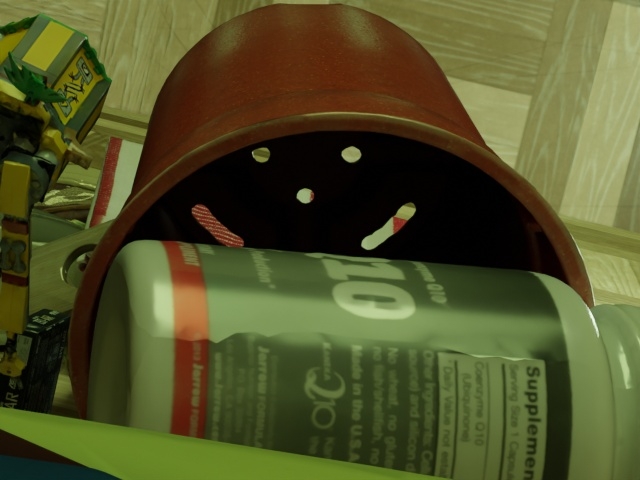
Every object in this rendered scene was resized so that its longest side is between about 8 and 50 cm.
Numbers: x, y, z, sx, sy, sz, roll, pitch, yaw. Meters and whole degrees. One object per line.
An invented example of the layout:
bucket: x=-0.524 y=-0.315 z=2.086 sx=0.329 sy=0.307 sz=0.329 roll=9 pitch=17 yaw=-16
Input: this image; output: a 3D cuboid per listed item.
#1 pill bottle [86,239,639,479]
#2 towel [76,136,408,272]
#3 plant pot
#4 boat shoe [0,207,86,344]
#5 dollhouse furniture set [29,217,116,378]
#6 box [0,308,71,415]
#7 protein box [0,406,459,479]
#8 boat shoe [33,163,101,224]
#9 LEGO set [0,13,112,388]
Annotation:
pill bottle: x=0.039 y=0.089 z=0.918 sx=0.283 sy=0.161 sz=0.161 roll=5 pitch=11 yaw=-14
towel: x=-0.009 y=0.008 z=1.448 sx=0.329 sy=0.037 sz=0.237 roll=16 pitch=22 yaw=-7
plant pot: x=0.000 y=0.000 z=1.115 sx=0.272 sy=0.272 sz=0.265 roll=12 pitch=26 yaw=-9
boat shoe: x=-0.249 y=0.019 z=1.397 sx=0.305 sy=0.109 sz=0.091 roll=14 pitch=6 yaw=-37
dollhouse furniture set: x=-0.115 y=0.105 z=1.259 sx=0.101 sy=0.161 sz=0.182 roll=-20 pitch=-37 yaw=7
box: x=-0.172 y=0.086 z=1.146 sx=0.018 sy=0.083 sz=0.067 roll=14 pitch=9 yaw=7
protein box: x=-0.022 y=0.166 z=0.482 sx=0.200 sy=0.201 sz=0.136 roll=11 pitch=9 yaw=-13
boat shoe: x=-0.108 y=0.023 z=1.579 sx=0.342 sy=0.123 sz=0.123 roll=15 pitch=23 yaw=14
LEGO set: x=-0.254 y=0.020 z=0.895 sx=0.255 sy=0.331 sz=0.192 roll=32 pitch=39 yaw=-7
